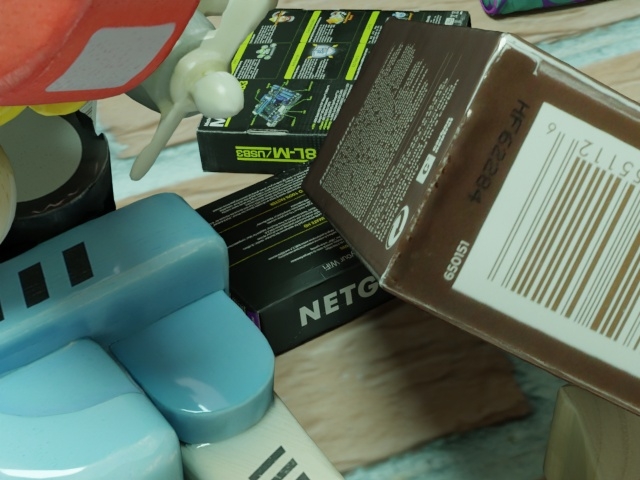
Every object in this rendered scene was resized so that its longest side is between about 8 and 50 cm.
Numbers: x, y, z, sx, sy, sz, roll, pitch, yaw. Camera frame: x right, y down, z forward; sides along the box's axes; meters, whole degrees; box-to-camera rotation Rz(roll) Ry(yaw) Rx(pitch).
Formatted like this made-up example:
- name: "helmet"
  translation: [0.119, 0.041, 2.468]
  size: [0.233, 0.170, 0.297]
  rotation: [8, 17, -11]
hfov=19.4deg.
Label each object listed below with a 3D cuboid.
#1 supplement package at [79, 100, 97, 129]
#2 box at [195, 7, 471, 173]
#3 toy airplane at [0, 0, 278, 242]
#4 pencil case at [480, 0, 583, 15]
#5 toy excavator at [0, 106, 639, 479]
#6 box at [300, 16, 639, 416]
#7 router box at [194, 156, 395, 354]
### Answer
- name: "supplement package"
  translation: [-0.303, -0.114, 1.387]
  size: [0.244, 0.139, 0.134]
  rotation: [26, 45, 17]
- name: "box"
  translation: [0.015, -0.119, 1.466]
  size: [0.184, 0.045, 0.191]
  rotation: [0, 37, 15]
- name: "toy airplane"
  translation: [-0.223, -0.117, 0.961]
  size: [0.386, 0.272, 0.384]
  rotation: [-2, 8, 4]
- name: "pencil case"
  translation: [0.207, -0.234, 1.574]
  size: [0.151, 0.064, 0.070]
  rotation: [-11, 51, -6]
- name: "toy excavator"
  translation: [-0.073, 0.124, 1.040]
  size: [0.433, 0.222, 0.445]
  rotation: [-26, 53, -25]
- name: "box"
  translation: [0.117, -0.023, 1.046]
  size: [0.191, 0.143, 0.381]
  rotation: [26, 3, -10]
- name: "router box"
  translation: [0.000, 0.000, 1.298]
  size: [0.179, 0.046, 0.133]
  rotation: [-24, 39, -22]
